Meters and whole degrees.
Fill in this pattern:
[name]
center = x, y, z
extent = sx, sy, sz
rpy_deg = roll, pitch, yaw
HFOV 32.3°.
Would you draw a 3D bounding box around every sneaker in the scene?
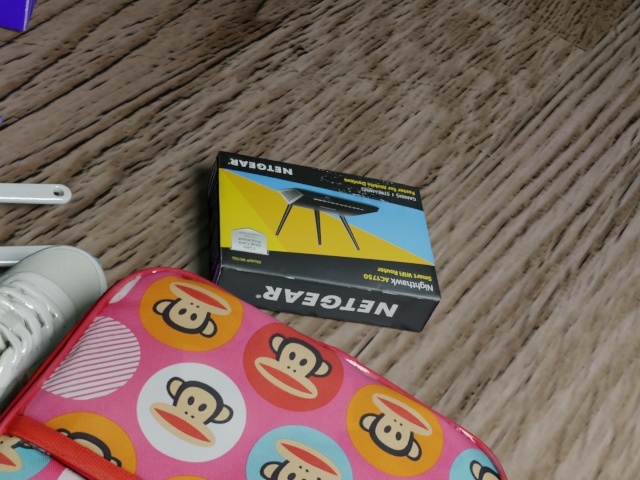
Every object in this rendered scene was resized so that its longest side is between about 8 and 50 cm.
[sneaker]
center = -0.203, 0.073, 0.686
extent = 0.087, 0.092, 0.228
rpy_deg = 37, 45, 1

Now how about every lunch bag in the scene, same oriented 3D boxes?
[lunch bag]
center = -0.056, 0.173, 0.646
extent = 0.293, 0.120, 0.258
rpy_deg = 29, 47, 6

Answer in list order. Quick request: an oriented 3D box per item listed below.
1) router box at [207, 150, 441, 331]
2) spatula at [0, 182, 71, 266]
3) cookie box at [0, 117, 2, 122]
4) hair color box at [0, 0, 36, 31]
[router box]
center = 0.000, 0.000, 0.893
extent = 0.179, 0.046, 0.133
rpy_deg = 9, 44, -16
[spatula]
center = -0.282, 0.017, 0.762
extent = 0.242, 0.019, 0.168
rpy_deg = 1, 54, -29
[cookie box]
center = -0.312, -0.127, 0.855
extent = 0.107, 0.092, 0.040
rpy_deg = 42, 87, 21
[hair color box]
center = -0.338, -0.355, 1.067
extent = 0.185, 0.110, 0.338
rpy_deg = 12, 41, -11
